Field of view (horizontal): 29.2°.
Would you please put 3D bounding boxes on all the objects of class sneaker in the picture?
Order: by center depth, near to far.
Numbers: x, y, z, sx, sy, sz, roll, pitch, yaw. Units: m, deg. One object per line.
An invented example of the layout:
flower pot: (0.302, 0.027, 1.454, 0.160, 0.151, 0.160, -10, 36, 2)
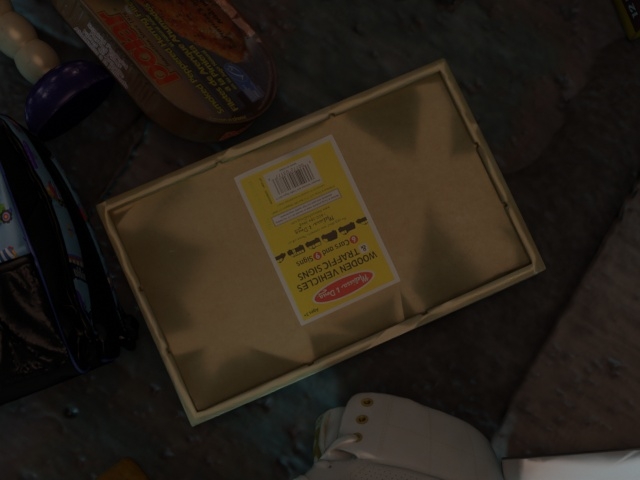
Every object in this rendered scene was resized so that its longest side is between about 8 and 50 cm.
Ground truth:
sneaker: (-0.010, 0.177, 0.764, 0.293, 0.169, 0.108, 4, 124, -17)

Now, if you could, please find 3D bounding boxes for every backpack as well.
backpack: (-0.202, 0.012, 0.778, 0.117, 0.158, 0.173, -21, 89, 1)

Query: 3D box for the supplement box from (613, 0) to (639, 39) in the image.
supplement box: (0.297, -0.249, 0.825, 0.194, 0.191, 0.129, -20, 83, -5)

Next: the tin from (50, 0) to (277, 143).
tin: (-0.111, -0.148, 0.845, 0.189, 0.040, 0.106, 50, 44, 5)

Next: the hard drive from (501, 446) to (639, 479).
hard drive: (0.236, 0.290, 0.807, 0.203, 0.040, 0.307, -6, 82, 7)

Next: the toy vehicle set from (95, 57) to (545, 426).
toy vehicle set: (0.000, 0.000, 0.853, 0.267, 0.035, 0.166, -23, 84, -6)

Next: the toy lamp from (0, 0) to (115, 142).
toy lamp: (-0.256, -0.192, 0.849, 0.080, 0.080, 0.274, -39, 88, -7)

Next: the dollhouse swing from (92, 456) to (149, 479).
dollhouse swing: (-0.110, 0.340, 0.666, 0.315, 0.305, 0.347, -42, 85, -7)
